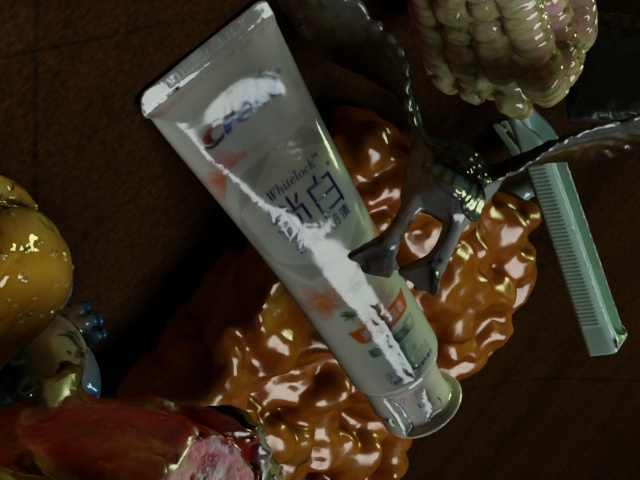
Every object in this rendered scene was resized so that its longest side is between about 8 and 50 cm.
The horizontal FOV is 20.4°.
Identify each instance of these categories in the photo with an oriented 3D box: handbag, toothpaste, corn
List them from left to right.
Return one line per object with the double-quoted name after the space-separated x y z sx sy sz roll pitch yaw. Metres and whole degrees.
0.000 0.000 1.131 0.100 0.066 0.323 -39 124 -10 "toothpaste"
0.103 -0.192 1.059 0.126 0.126 0.335 -41 156 -10 "corn"
0.314 -0.139 1.414 0.175 0.270 0.089 -11 105 -46 "handbag"

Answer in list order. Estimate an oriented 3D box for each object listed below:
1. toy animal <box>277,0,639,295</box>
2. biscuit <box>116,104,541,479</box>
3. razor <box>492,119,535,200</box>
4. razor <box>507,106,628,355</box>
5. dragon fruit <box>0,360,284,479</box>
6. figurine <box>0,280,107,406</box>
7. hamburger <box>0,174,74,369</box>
0.064 -0.045 1.085 0.197 0.272 0.160 -58 -172 53 "toy animal"
0.020 0.069 1.324 0.312 0.110 0.318 -52 142 11 "biscuit"
0.095 0.010 1.471 0.232 0.106 0.068 -35 158 0 "razor"
0.189 -0.035 1.390 0.111 0.056 0.278 -45 128 -49 "razor"
-0.198 0.205 0.970 0.314 0.263 0.296 -17 118 -71 "dragon fruit"
-0.180 0.069 1.065 0.114 0.079 0.114 -28 127 -46 "figurine"
-0.201 0.027 0.952 0.138 0.083 0.147 -44 162 -1 "hamburger"
